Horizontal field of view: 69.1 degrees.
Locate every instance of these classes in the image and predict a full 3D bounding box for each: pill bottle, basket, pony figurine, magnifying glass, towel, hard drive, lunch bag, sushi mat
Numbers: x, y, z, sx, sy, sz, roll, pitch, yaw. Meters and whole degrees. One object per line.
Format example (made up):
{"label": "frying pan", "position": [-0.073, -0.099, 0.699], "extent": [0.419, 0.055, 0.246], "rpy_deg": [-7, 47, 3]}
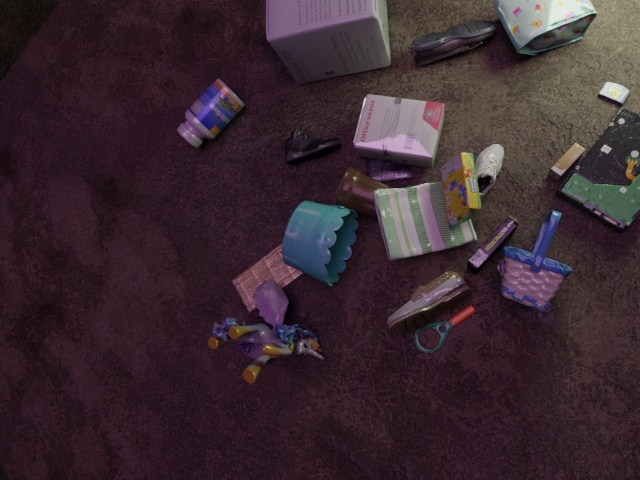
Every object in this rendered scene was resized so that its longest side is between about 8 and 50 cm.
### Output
{"label": "pill bottle", "position": [-0.458, -0.516, 1.915], "extent": [0.272, 0.152, 0.152], "rpy_deg": [-46, 71, 5]}
{"label": "basket", "position": [0.660, 0.052, 1.416], "extent": [0.201, 0.254, 0.289], "rpy_deg": [25, 99, 22]}
{"label": "pony figurine", "position": [-0.197, 0.331, 1.602], "extent": [0.350, 0.363, 0.303], "rpy_deg": [30, 104, 32]}
{"label": "magnifying glass", "position": [0.419, 0.293, 1.565], "extent": [0.231, 0.026, 0.092], "rpy_deg": [-37, 71, 9]}
{"label": "towel", "position": [0.354, -0.080, 1.575], "extent": [0.324, 0.038, 0.248], "rpy_deg": [-10, 77, -14]}
{"label": "hard drive", "position": [0.958, -0.224, 1.478], "extent": [0.236, 0.064, 0.339], "rpy_deg": [37, 91, 20]}
{"label": "lunch bag", "position": [0.756, -0.774, 1.595], "extent": [0.262, 0.160, 0.224], "rpy_deg": [-19, 75, 7]}
{"label": "sushi mat", "position": [-0.188, 0.127, 1.782], "extent": [0.316, 0.019, 0.151], "rpy_deg": [-37, 73, 7]}

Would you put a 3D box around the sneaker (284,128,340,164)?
{"label": "sneaker", "position": [-0.038, -0.384, 1.797], "extent": [0.227, 0.087, 0.131], "rpy_deg": [-12, 83, 20]}

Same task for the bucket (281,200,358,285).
{"label": "bucket", "position": [0.000, 0.000, 1.620], "extent": [0.183, 0.281, 0.281], "rpy_deg": [19, 86, 18]}

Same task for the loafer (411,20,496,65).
{"label": "loafer", "position": [0.490, -0.727, 1.715], "extent": [0.302, 0.095, 0.109], "rpy_deg": [-10, 47, 10]}

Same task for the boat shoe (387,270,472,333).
{"label": "boat shoe", "position": [0.352, 0.209, 1.561], "extent": [0.302, 0.113, 0.103], "rpy_deg": [-27, 49, 0]}

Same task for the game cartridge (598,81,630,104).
{"label": "game cartridge", "position": [0.980, -0.493, 1.548], "extent": [0.083, 0.017, 0.056], "rpy_deg": [33, 86, 20]}

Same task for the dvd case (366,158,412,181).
{"label": "dvd case", "position": [0.251, -0.328, 1.735], "extent": [0.164, 0.018, 0.222], "rpy_deg": [-5, 79, 15]}

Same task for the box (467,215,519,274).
{"label": "box", "position": [0.550, 0.021, 1.492], "extent": [0.045, 0.184, 0.191], "rpy_deg": [43, 93, 22]}

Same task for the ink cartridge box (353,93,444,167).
{"label": "ink cartridge box", "position": [0.283, -0.392, 1.666], "extent": [0.282, 0.117, 0.208], "rpy_deg": [13, 83, 17]}

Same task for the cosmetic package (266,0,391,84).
{"label": "cosmetic package", "position": [0.039, -0.837, 1.732], "extent": [0.393, 0.329, 0.328], "rpy_deg": [-6, 79, 17]}

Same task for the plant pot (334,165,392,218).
{"label": "plant pot", "position": [0.158, -0.162, 1.664], "extent": [0.165, 0.167, 0.167], "rpy_deg": [21, 86, 12]}

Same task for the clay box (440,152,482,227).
{"label": "clay box", "position": [0.463, -0.161, 1.531], "extent": [0.053, 0.127, 0.222], "rpy_deg": [0, 76, -18]}

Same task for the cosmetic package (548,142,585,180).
{"label": "cosmetic package", "position": [0.810, -0.258, 1.531], "extent": [0.041, 0.060, 0.115], "rpy_deg": [44, 92, 19]}

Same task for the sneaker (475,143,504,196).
{"label": "sneaker", "position": [0.563, -0.225, 1.558], "extent": [0.090, 0.115, 0.232], "rpy_deg": [28, 84, -3]}
